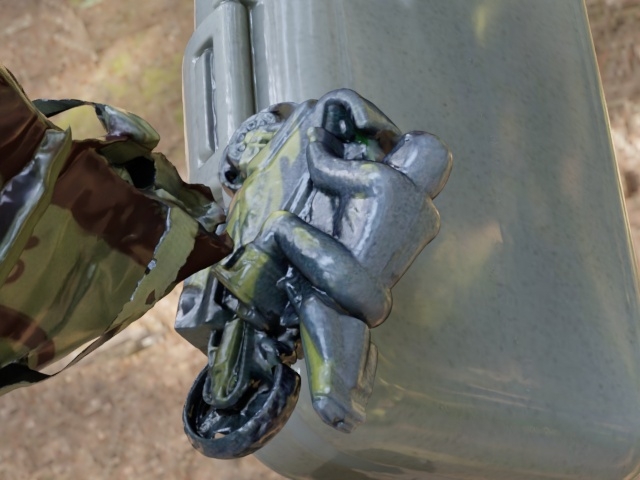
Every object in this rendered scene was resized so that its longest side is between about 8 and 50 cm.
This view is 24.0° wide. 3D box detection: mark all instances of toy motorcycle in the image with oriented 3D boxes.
[{"bbox_3d":[0.000,0.000,0.619,0.124,0.061,0.193,-25,40,28],"label":"toy motorcycle"}]

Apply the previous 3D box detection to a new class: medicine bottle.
[{"bbox_3d":[0.054,-0.039,0.835,0.123,0.282,0.375,-34,50,44],"label":"medicine bottle"}]

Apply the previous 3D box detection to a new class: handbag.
[{"bbox_3d":[-0.166,0.024,0.515,0.235,0.213,0.127,-26,72,9],"label":"handbag"}]
